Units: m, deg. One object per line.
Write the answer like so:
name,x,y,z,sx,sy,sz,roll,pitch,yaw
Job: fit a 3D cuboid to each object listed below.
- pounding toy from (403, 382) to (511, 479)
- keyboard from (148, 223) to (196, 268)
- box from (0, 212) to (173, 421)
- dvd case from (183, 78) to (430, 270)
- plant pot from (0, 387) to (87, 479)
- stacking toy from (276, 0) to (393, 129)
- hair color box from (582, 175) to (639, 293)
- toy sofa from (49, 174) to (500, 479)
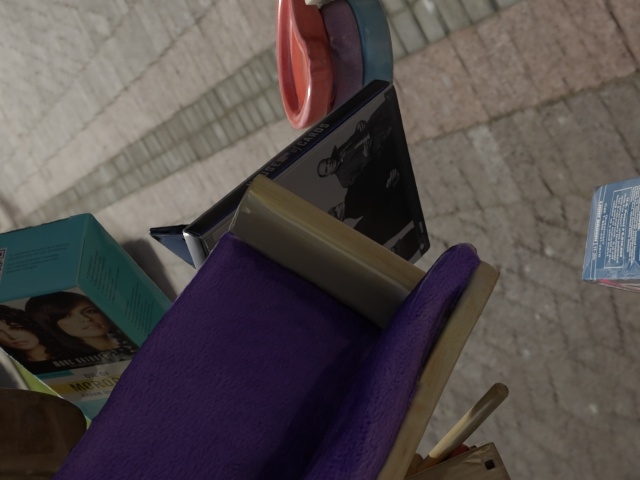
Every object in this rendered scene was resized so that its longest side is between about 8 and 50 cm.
pounding toy,0.077,0.165,0.679,0.141,0.130,0.100,54,-169,-77
keyboard,-0.115,0.019,1.286,0.100,0.038,0.192,1,156,33
box,-0.159,0.078,0.797,0.244,0.100,0.060,57,-153,-51
dvd case,0.000,0.000,0.887,0.029,0.238,0.179,17,136,40
plant pot,-0.268,0.249,0.714,0.263,0.262,0.229,107,148,-63
stacking toy,0.025,-0.281,1.028,0.279,0.130,0.309,113,148,-66
hair color box,0.376,0.000,0.920,0.347,0.173,0.105,157,121,-82
toy sofa,-0.055,0.126,0.533,0.150,0.363,0.177,30,141,3
